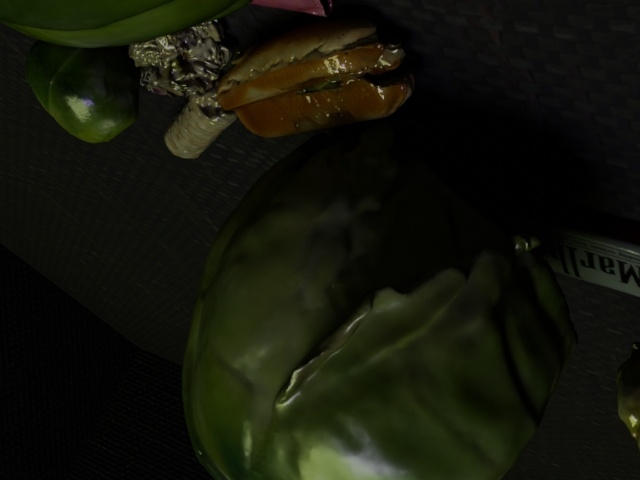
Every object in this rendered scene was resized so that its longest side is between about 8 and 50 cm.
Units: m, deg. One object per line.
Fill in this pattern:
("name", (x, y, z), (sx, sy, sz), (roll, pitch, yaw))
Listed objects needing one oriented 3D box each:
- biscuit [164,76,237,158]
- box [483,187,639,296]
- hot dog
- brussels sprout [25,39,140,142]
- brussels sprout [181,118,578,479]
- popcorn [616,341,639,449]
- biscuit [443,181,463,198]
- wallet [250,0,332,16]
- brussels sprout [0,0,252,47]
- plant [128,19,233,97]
("biscuit", (-0.147, -0.143, 1.170), (0.061, 0.055, 0.219), (43, 160, -10))
("box", (0.265, 0.005, 1.008), (0.177, 0.036, 0.115), (18, 160, 28))
("hot dog", (-0.014, -0.154, 0.921), (0.109, 0.072, 0.269), (41, 157, -30))
("brussels sprout", (-0.274, -0.184, 1.144), (0.155, 0.117, 0.155), (41, 179, 1))
("brussels sprout", (0.028, 0.105, 0.958), (0.342, 0.361, 0.425), (44, 179, -13))
("popcorn", (0.469, 0.245, 0.986), (0.279, 0.335, 0.274), (-18, 147, 24))
("biscuit", (0.159, -0.027, 1.064), (0.078, 0.015, 0.091), (48, 177, 30))
("wallet", (-0.104, -0.253, 0.852), (0.232, 0.025, 0.119), (17, 159, 31))
("brussels sprout", (-0.134, -0.265, 0.491), (0.315, 0.276, 0.371), (32, 160, 32))
("plant", (-0.151, -0.210, 1.000), (0.122, 0.104, 0.116), (-126, 32, -51))
